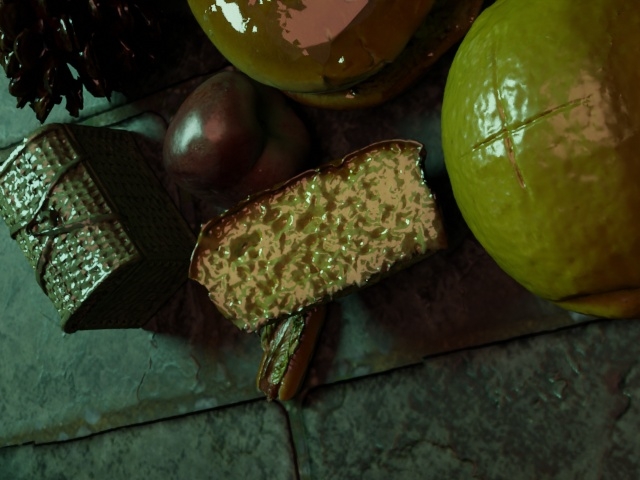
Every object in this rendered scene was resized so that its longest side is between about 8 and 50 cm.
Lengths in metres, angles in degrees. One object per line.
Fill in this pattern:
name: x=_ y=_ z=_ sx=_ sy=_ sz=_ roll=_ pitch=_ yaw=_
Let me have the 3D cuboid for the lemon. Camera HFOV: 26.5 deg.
lemon: x=0.242 y=-0.088 z=1.119 sx=0.297 sy=0.297 sz=0.297 roll=-1 pitch=88 yaw=31

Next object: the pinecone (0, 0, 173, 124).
pinecone: x=-0.258 y=-0.243 z=1.470 sx=0.222 sy=0.221 sz=0.221 roll=-1 pitch=88 yaw=31

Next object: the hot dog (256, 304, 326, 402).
hot dog: x=-0.034 y=0.107 z=1.412 sx=0.056 sy=0.041 sz=0.133 roll=25 pitch=101 yaw=29

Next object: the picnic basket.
picnic basket: x=-0.252 y=-0.014 z=1.482 sx=0.134 sy=0.154 sz=0.196 roll=-42 pitch=68 yaw=22

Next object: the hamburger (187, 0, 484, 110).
hamburger: x=0.005 y=-0.288 z=1.333 sx=0.314 sy=0.170 sz=0.290 roll=43 pitch=103 yaw=26

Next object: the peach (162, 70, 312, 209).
peach: x=-0.094 y=-0.093 z=1.404 sx=0.152 sy=0.152 sz=0.152 roll=-1 pitch=88 yaw=31

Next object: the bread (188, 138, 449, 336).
bread: x=0.007 y=-0.002 z=1.338 sx=0.260 sy=0.134 sz=0.129 roll=-24 pitch=86 yaw=12
